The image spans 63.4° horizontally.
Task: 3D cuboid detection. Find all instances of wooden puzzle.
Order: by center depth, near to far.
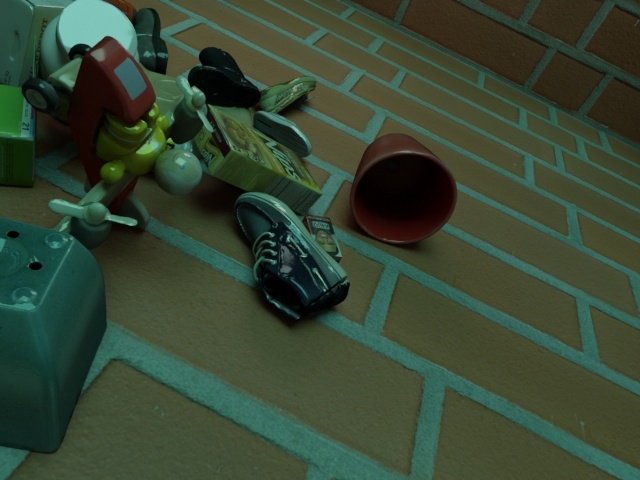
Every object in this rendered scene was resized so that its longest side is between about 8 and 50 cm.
[{"bbox_3d":[-0.355,-0.354,1.442,0.347,0.080,0.322,15,33,-22],"label":"wooden puzzle"}]

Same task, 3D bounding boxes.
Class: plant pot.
[{"bbox_3d":[-0.451,0.105,0.729,0.247,0.252,0.248,15,39,-13],"label":"plant pot"},{"bbox_3d":[0.214,-0.165,1.428,0.274,0.275,0.243,18,30,-10],"label":"plant pot"}]

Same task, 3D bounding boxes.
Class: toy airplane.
[{"bbox_3d":[-0.351,-0.140,0.973,0.272,0.386,0.384,22,6,6],"label":"toy airplane"}]

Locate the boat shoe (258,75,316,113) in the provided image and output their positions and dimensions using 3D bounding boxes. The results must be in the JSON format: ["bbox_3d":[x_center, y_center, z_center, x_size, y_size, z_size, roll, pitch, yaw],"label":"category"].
[{"bbox_3d":[-0.107,-0.482,1.741,0.285,0.104,0.089,-34,104,-43],"label":"boat shoe"}]

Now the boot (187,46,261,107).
[{"bbox_3d":[-0.310,-0.485,1.500,0.246,0.094,0.207,2,42,-48],"label":"boot"}]

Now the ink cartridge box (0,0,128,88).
[{"bbox_3d":[-0.652,-0.497,1.292,0.131,0.226,0.306,34,27,9],"label":"ink cartridge box"}]

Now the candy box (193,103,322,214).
[{"bbox_3d":[-0.153,-0.192,1.280,0.316,0.087,0.183,20,31,-48],"label":"candy box"}]

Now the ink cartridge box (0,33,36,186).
[{"bbox_3d":[-0.631,-0.268,1.054,0.097,0.255,0.189,2,44,-28],"label":"ink cartridge box"}]

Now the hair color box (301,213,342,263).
[{"bbox_3d":[0.000,0.000,1.273,0.072,0.043,0.141,7,42,-24],"label":"hair color box"}]

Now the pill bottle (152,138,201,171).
[{"bbox_3d":[-0.393,-0.224,1.249,0.208,0.119,0.119,14,39,-14],"label":"pill bottle"}]

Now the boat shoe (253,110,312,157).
[{"bbox_3d":[-0.100,-0.333,1.568,0.226,0.083,0.076,40,41,18],"label":"boat shoe"}]

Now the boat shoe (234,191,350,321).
[{"bbox_3d":[-0.099,0.025,1.116,0.340,0.127,0.158,41,33,17],"label":"boat shoe"}]

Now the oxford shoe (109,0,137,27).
[{"bbox_3d":[-0.754,-0.734,1.634,0.132,0.130,0.363,30,29,29],"label":"oxford shoe"}]

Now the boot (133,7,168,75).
[{"bbox_3d":[-0.611,-0.637,1.609,0.222,0.118,0.338,-3,45,-27],"label":"boot"}]

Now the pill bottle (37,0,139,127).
[{"bbox_3d":[-0.499,-0.369,1.113,0.187,0.334,0.188,4,83,-30],"label":"pill bottle"}]
